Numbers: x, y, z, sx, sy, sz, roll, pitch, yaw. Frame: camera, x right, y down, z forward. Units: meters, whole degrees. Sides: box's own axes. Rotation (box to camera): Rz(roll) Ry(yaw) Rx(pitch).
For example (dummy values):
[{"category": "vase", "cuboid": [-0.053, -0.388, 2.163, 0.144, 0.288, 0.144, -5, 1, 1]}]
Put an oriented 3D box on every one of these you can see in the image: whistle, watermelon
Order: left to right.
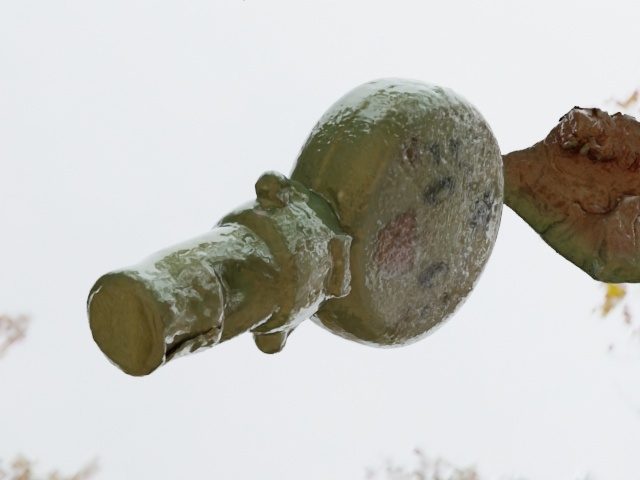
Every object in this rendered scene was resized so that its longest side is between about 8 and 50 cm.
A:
[{"category": "whistle", "cuboid": [0.000, 0.000, 0.874, 0.067, 0.258, 0.126, 17, -63, 36]}, {"category": "watermelon", "cuboid": [0.188, -0.022, 1.150, 0.155, 0.101, 0.080, 7, -45, -30]}]
